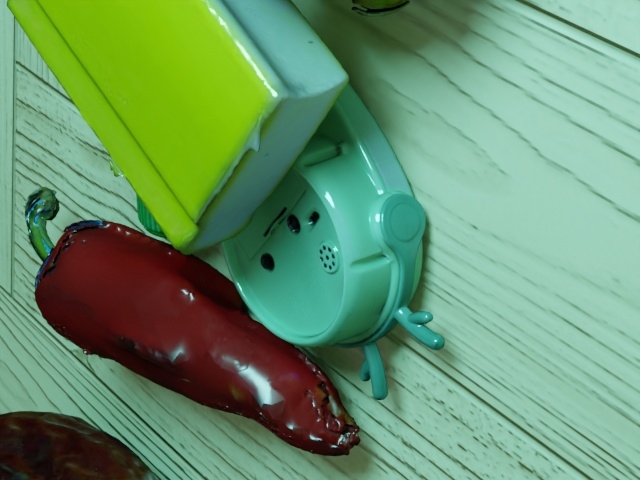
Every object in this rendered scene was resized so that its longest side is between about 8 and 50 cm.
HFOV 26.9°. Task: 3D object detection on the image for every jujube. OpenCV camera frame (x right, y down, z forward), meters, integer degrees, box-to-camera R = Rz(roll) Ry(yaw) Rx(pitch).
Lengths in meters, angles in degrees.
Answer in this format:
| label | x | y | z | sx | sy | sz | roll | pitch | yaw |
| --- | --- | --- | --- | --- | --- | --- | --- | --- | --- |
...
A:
| label | x | y | z | sx | sy | sz | roll | pitch | yaw |
| --- | --- | --- | --- | --- | --- | --- | --- | --- | --- |
| jujube | -0.229 | 0.241 | 1.164 | 0.243 | 0.183 | 0.183 | 5 | 109 | 40 |

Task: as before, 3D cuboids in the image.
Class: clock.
| label | x | y | z | sx | sy | sz | roll | pitch | yaw |
| --- | --- | --- | --- | --- | --- | --- | --- | --- | --- |
| clock | 0.000 | 0.000 | 0.863 | 0.211 | 0.066 | 0.159 | 57 | 141 | 17 |

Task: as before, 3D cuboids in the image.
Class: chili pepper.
| label | x | y | z | sx | sy | sz | roll | pitch | yaw |
| --- | --- | --- | --- | --- | --- | --- | --- | --- | --- |
| chili pepper | -0.114 | 0.060 | 1.003 | 0.388 | 0.110 | 0.110 | 24 | 123 | 39 |

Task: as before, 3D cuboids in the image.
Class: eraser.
| label | x | y | z | sx | sy | sz | roll | pitch | yaw |
| --- | --- | --- | --- | --- | --- | --- | --- | --- | --- |
| eraser | -0.095 | -0.119 | 0.812 | 0.226 | 0.069 | 0.158 | 54 | 134 | 17 |

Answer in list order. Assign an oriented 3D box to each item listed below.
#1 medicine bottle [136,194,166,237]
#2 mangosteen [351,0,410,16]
| label | x | y | z | sx | sy | sz | roll | pitch | yaw |
| --- | --- | --- | --- | --- | --- | --- | --- | --- | --- |
| medicine bottle | -0.102 | -0.147 | 0.916 | 0.111 | 0.076 | 0.308 | 30 | 126 | 43 |
| mangosteen | 0.013 | -0.198 | 0.702 | 0.180 | 0.166 | 0.166 | 32 | 133 | 6 |
